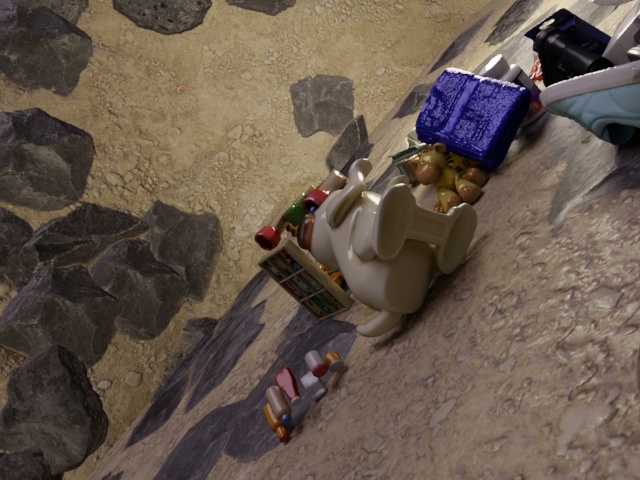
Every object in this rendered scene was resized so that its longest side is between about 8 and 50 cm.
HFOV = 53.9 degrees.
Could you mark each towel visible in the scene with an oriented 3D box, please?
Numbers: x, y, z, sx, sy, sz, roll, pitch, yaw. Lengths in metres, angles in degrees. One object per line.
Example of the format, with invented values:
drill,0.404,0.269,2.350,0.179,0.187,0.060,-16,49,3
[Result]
towel,0.398,-0.332,2.011,0.324,0.038,0.248,-23,4,-14
towel,0.400,-0.341,1.709,0.308,0.076,0.228,35,106,48

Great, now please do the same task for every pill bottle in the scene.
pill bottle,0.418,-0.258,1.824,0.208,0.119,0.119,-33,18,50
pill bottle,0.537,-0.420,1.756,0.108,0.193,0.108,-45,12,12

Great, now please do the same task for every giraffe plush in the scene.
giraffe plush,0.334,-0.178,1.726,0.181,0.170,0.210,-41,13,28

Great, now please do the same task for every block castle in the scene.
block castle,0.000,0.000,2.001,0.213,0.303,0.453,-55,13,-30

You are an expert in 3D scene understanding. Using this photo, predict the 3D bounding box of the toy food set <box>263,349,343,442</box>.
toy food set,-0.039,0.357,1.477,0.232,0.111,0.104,-36,43,0

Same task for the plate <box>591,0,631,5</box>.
plate,0.851,-0.644,1.540,0.277,0.045,0.278,-21,11,5

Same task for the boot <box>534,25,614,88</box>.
boot,0.626,-0.386,1.518,0.094,0.246,0.207,-38,48,9

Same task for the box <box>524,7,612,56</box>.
box,0.639,-0.493,1.587,0.136,0.225,0.037,-26,49,60

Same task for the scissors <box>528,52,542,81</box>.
scissors,0.727,-0.588,2.081,0.109,0.021,0.297,-39,13,44

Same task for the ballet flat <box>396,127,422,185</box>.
ballet flat,0.355,-0.334,2.285,0.116,0.124,0.342,-34,17,46

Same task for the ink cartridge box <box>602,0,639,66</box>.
ink cartridge box,0.743,-0.497,1.393,0.159,0.092,0.218,-54,-4,-31

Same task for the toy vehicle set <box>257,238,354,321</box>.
toy vehicle set,-0.045,0.122,1.846,0.166,0.267,0.035,-33,17,52

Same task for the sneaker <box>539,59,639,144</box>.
sneaker,0.557,-0.262,1.276,0.135,0.150,0.366,-13,7,-1

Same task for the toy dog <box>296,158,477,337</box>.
toy dog,0.126,0.004,1.545,0.408,0.284,0.396,27,111,56

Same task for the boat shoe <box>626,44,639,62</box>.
boat shoe,0.680,-0.321,1.146,0.103,0.118,0.320,-39,17,9
